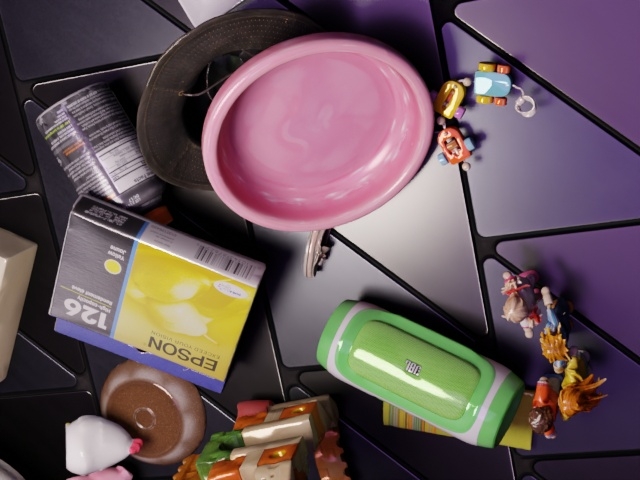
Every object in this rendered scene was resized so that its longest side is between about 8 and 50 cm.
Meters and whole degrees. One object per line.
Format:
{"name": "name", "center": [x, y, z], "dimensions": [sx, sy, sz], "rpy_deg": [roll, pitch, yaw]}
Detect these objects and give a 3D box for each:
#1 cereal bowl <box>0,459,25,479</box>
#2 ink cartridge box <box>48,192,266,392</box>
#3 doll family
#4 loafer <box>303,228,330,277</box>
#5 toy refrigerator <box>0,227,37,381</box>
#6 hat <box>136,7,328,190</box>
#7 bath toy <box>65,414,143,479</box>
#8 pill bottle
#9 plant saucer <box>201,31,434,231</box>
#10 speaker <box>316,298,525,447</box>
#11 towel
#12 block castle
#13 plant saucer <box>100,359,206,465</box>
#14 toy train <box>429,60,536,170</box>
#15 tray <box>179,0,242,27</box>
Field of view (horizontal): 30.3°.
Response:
{"name": "cereal bowl", "center": [-0.607, 0.459, 2.059], "dimensions": [0.339, 0.141, 0.339], "rpy_deg": [20, 145, 15]}
{"name": "ink cartridge box", "center": [-0.267, 0.106, 1.850], "dimensions": [0.304, 0.072, 0.307], "rpy_deg": [20, 127, 0]}
{"name": "doll family", "center": [0.341, 0.158, 1.686], "dimensions": [0.118, 0.163, 0.263], "rpy_deg": [-11, 101, 21]}
{"name": "loafer", "center": [0.000, 0.000, 1.821], "dimensions": [0.039, 0.045, 0.125], "rpy_deg": [10, 105, 8]}
{"name": "toy refrigerator", "center": [-0.572, 0.120, 2.010], "dimensions": [0.094, 0.102, 0.269], "rpy_deg": [22, 111, 11]}
{"name": "hat", "center": [-0.133, -0.229, 1.732], "dimensions": [0.331, 0.331, 0.134], "rpy_deg": [-49, 46, 23]}
{"name": "bath toy", "center": [-0.368, 0.447, 2.006], "dimensions": [0.129, 0.151, 0.348], "rpy_deg": [-1, 115, -12]}
{"name": "pill bottle", "center": [-0.328, -0.113, 1.848], "dimensions": [0.130, 0.130, 0.245], "rpy_deg": [-28, 95, 23]}
{"name": "plant saucer", "center": [-0.007, -0.161, 1.680], "dimensions": [0.332, 0.084, 0.332], "rpy_deg": [-9, 133, -10]}
{"name": "speaker", "center": [0.148, 0.196, 1.765], "dimensions": [0.296, 0.131, 0.131], "rpy_deg": [24, 111, 19]}
{"name": "towel", "center": [0.213, 0.259, 1.837], "dimensions": [0.237, 0.021, 0.102], "rpy_deg": [8, 111, 16]}
{"name": "block castle", "center": [-0.082, 0.432, 1.750], "dimensions": [0.213, 0.453, 0.303], "rpy_deg": [-13, 102, 13]}
{"name": "plant saucer", "center": [-0.291, 0.296, 2.003], "dimensions": [0.199, 0.036, 0.198], "rpy_deg": [5, 106, 17]}
{"name": "toy train", "center": [0.224, -0.184, 1.695], "dimensions": [0.166, 0.046, 0.125], "rpy_deg": [-33, 94, 26]}
{"name": "tray", "center": [-0.111, -0.439, 1.739], "dimensions": [0.270, 0.030, 0.145], "rpy_deg": [-29, 94, 23]}
